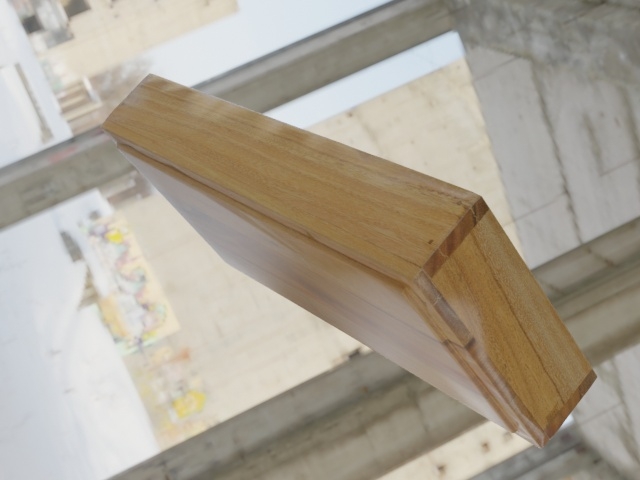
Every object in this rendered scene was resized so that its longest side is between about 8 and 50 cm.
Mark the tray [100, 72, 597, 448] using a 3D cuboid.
[{"bbox_3d":[0.000,0.000,0.808,0.411,0.076,0.203,28,-18,49],"label":"tray"}]
